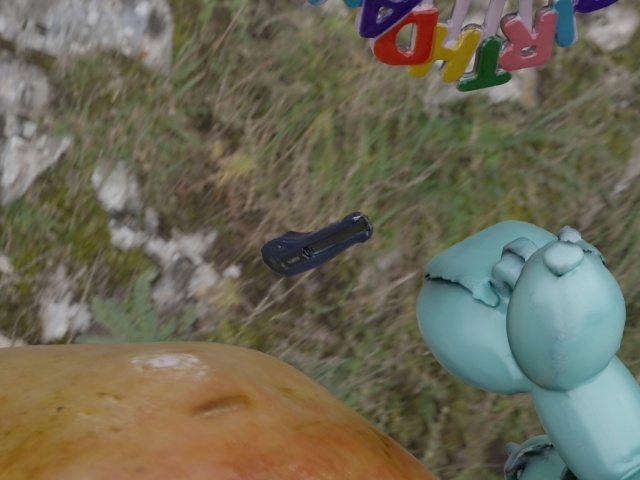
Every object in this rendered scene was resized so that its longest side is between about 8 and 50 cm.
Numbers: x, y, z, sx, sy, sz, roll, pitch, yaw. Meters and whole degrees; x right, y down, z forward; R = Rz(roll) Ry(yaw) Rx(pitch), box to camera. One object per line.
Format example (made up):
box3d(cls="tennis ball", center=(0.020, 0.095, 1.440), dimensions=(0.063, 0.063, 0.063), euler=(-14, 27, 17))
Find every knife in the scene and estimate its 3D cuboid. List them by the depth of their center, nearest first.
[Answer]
box3d(cls="knife", center=(0.000, 0.000, 1.328), dimensions=(0.018, 0.121, 0.031), euler=(-32, 95, -40))

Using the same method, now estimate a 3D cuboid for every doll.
box3d(cls="doll", center=(0.088, 0.064, 0.628), dimensions=(0.059, 0.159, 0.158), euler=(-29, 63, -17))

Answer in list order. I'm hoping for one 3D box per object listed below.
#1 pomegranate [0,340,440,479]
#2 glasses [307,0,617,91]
box3d(cls="pomegranate", center=(-0.056, 0.148, 0.538), dimensions=(0.270, 0.229, 0.252), euler=(-21, 108, -53))
box3d(cls="glasses", center=(0.107, -0.150, 0.795), dimensions=(0.255, 0.095, 0.162), euler=(-13, 123, -15))
